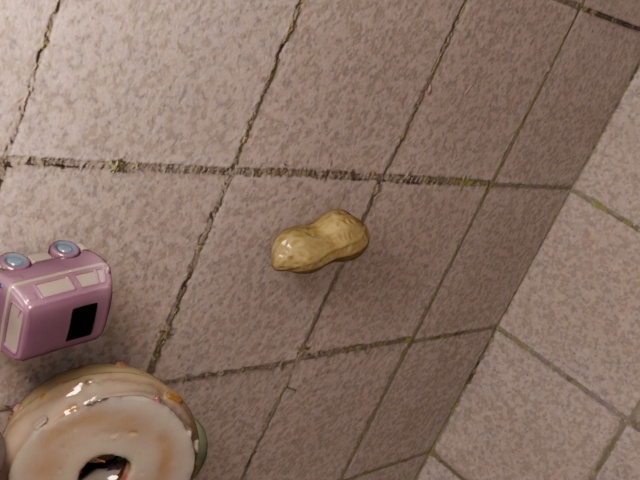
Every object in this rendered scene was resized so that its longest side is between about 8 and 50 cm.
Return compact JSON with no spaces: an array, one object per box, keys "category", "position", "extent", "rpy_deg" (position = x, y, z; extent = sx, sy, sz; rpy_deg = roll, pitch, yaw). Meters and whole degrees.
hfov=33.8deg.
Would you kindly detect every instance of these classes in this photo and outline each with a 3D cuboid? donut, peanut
[{"category":"donut","position":[-0.413,0.390,1.948],"extent":[0.383,0.142,0.382],"rpy_deg":[-9,119,-17]},{"category":"peanut","position":[0.000,0.000,2.235],"extent":[0.257,0.123,0.123],"rpy_deg":[-15,132,-40]}]

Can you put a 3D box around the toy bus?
[{"category":"toy bus","position":[-0.440,0.098,1.724],"extent":[0.202,0.142,0.142],"rpy_deg":[-15,132,-45]}]

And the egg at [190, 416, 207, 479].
[{"category":"egg","position":[-0.320,0.450,2.219],"extent":[0.192,0.149,0.149],"rpy_deg":[-53,150,17]}]

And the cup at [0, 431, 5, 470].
[{"category":"cup","position":[-0.637,0.323,1.666],"extent":[0.203,0.203,0.288],"rpy_deg":[-51,155,-4]}]

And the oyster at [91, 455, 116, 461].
[{"category":"oyster","position":[-0.397,0.351,2.088],"extent":[0.233,0.107,0.161],"rpy_deg":[-34,148,3]}]
